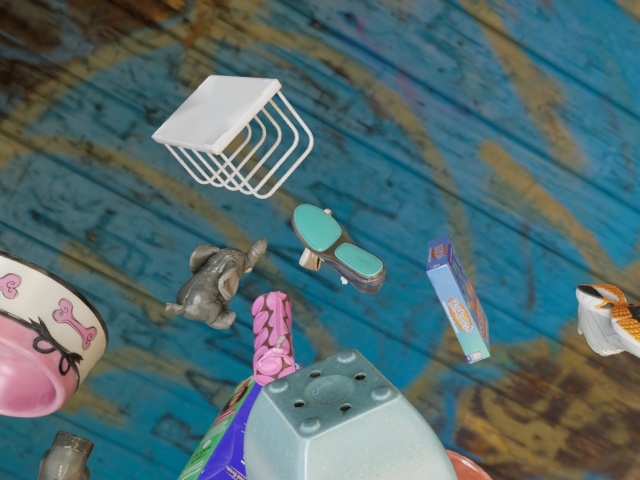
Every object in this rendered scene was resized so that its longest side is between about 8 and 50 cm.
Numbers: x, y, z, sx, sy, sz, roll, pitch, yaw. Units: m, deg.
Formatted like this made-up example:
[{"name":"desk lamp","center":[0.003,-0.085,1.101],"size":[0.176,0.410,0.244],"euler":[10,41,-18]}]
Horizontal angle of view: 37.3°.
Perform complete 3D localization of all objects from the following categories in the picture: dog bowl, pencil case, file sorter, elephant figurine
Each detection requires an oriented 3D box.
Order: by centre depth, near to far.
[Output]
[{"name":"dog bowl","center":[-0.619,0.187,1.786],"size":[0.408,0.408,0.150],"euler":[-48,22,50]},{"name":"pencil case","center":[-0.090,0.185,1.854],"size":[0.209,0.095,0.098],"euler":[-101,9,-55]},{"name":"file sorter","center":[-0.175,-0.212,1.961],"size":[0.193,0.173,0.278],"euler":[-50,32,-16]},{"name":"elephant figurine","center":[-0.250,0.083,2.330],"size":[0.239,0.169,0.186],"euler":[-64,7,7]}]

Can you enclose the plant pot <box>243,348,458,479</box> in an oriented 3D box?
[{"name":"plant pot","center":[0.033,0.300,1.283],"size":[0.247,0.248,0.252],"euler":[40,147,56]}]

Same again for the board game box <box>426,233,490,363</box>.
[{"name":"board game box","center":[0.270,0.112,1.855],"size":[0.047,0.210,0.160],"euler":[-22,17,16]}]

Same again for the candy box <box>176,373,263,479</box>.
[{"name":"candy box","center":[-0.100,0.443,1.796],"size":[0.122,0.268,0.317],"euler":[-41,11,39]}]

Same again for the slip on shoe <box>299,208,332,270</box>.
[{"name":"slip on shoe","center":[0.000,0.000,1.961],"size":[0.135,0.041,0.051],"euler":[-66,-15,13]}]

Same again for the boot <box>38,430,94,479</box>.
[{"name":"boot","center":[-0.422,0.407,1.472],"size":[0.246,0.083,0.161],"euler":[119,170,-55]}]

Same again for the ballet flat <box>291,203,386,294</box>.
[{"name":"ballet flat","center":[0.027,0.020,1.513],"size":[0.074,0.203,0.074],"euler":[-32,-37,-28]}]

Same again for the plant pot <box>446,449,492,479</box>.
[{"name":"plant pot","center":[0.228,0.638,2.054],"size":[0.265,0.272,0.272],"euler":[-43,-7,-49]}]

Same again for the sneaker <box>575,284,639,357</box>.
[{"name":"sneaker","center":[0.566,0.177,1.784],"size":[0.262,0.099,0.121],"euler":[-119,28,-68]}]
